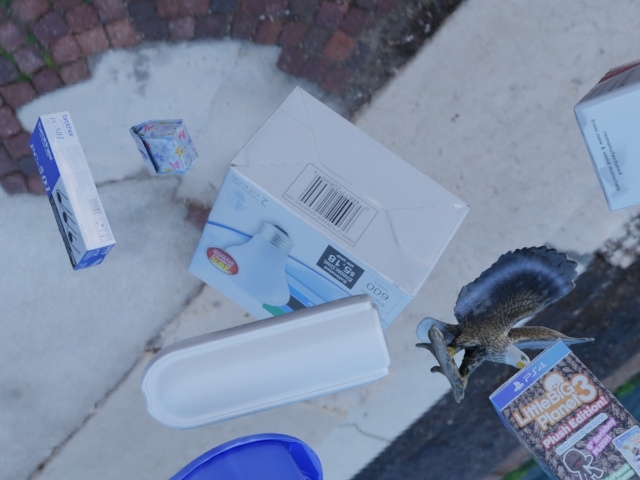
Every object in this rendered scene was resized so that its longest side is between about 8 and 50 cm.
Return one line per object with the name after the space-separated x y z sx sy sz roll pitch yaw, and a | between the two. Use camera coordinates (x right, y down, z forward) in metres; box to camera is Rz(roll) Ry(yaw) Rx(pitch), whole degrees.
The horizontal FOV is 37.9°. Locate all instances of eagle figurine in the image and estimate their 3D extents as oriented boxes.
0.344 0.170 1.745 0.298 0.225 0.226 -33 166 -16 | eagle figurine

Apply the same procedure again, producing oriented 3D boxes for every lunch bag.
-0.226 -0.131 1.324 0.083 0.053 0.071 5 133 26 | lunch bag

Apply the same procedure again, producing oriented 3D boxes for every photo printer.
-0.068 0.152 1.168 0.307 0.107 0.256 -15 177 2 | photo printer

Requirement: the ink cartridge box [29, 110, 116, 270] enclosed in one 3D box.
-0.356 -0.070 1.330 0.046 0.207 0.097 -16 169 -30 | ink cartridge box

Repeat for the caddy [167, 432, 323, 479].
-0.122 0.358 1.000 0.341 0.179 0.241 -36 136 -11 | caddy

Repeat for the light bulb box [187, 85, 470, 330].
0.000 0.000 1.598 0.358 0.225 0.361 35 146 3 | light bulb box

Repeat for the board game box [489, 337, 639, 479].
0.414 0.325 1.417 0.141 0.291 0.232 -39 154 -1 | board game box

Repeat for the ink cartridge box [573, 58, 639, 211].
0.452 -0.158 0.987 0.306 0.226 0.131 -19 99 32 | ink cartridge box
